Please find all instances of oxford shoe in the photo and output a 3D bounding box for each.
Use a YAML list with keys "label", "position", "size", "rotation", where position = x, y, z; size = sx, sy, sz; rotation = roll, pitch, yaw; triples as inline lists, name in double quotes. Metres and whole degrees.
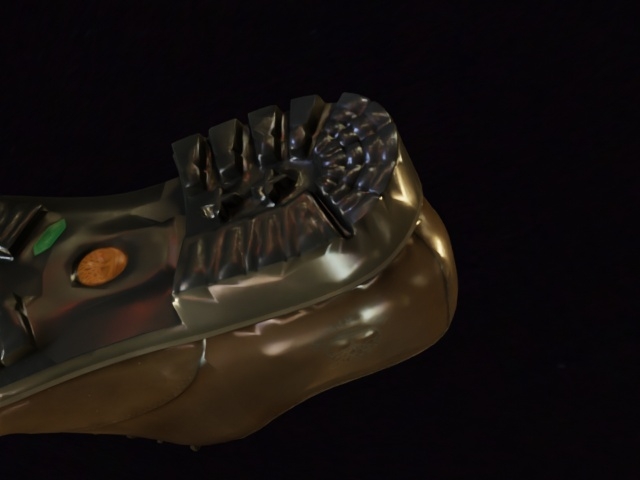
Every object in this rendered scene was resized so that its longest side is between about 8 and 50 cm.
- label: "oxford shoe"
  position: [-0.066, 0.034, 0.576]
  size: [0.227, 0.096, 0.083]
  rotation: [-12, -132, 21]
